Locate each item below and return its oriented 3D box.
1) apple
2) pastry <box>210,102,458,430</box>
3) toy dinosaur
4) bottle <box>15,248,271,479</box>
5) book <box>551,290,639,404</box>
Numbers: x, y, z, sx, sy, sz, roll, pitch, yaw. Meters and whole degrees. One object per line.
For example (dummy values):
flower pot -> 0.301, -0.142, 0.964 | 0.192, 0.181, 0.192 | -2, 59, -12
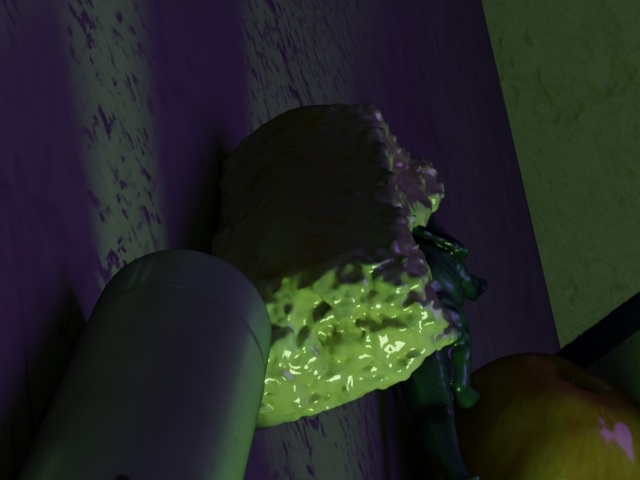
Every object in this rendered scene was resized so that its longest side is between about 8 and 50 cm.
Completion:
apple -> 0.163, 0.171, 1.401 | 0.199, 0.199, 0.199 | -11, 90, -80
pastry -> 0.006, 0.000, 0.931 | 0.258, 0.121, 0.089 | -82, 163, -63
toy dinosaur -> 0.082, 0.074, 1.382 | 0.120, 0.079, 0.292 | 53, 24, -55
bottle -> -0.061, 0.075, 0.630 | 0.201, 0.072, 0.072 | -79, 155, -65
book -> 0.238, 0.216, 1.491 | 0.428, 0.039, 0.300 | 133, -49, -58
